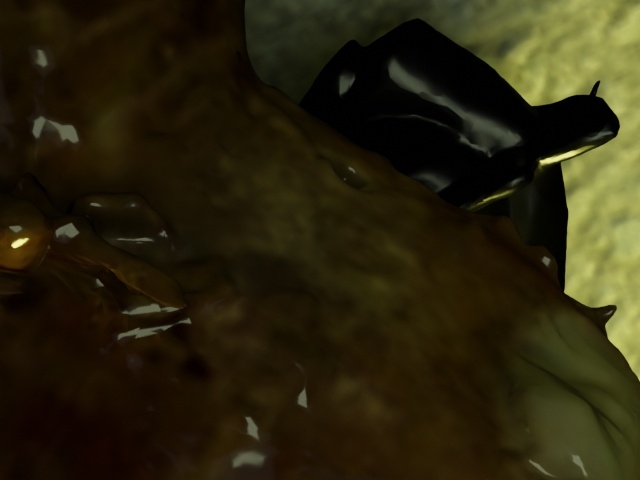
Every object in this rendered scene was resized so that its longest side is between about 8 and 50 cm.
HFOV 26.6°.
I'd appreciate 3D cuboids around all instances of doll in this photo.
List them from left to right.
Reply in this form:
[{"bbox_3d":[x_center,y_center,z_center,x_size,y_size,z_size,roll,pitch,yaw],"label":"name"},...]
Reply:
[{"bbox_3d":[-0.001,-0.003,0.537,0.249,0.088,0.127,-29,137,18],"label":"doll"}]

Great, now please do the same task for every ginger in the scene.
[{"bbox_3d":[-0.056,-0.010,0.396,0.418,0.176,0.254,36,136,9],"label":"ginger"}]
